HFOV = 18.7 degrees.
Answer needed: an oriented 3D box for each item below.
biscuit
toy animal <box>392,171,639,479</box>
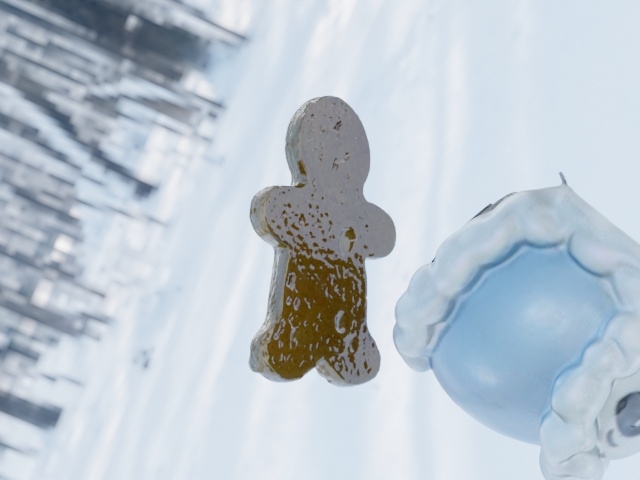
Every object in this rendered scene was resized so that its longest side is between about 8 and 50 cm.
[{"bbox_3d":[0.000,0.000,1.365,0.031,0.138,0.205,-2,83,45],"label":"biscuit"},{"bbox_3d":[0.157,0.068,1.273,0.156,0.204,0.208,-47,-16,-2],"label":"toy animal"}]
